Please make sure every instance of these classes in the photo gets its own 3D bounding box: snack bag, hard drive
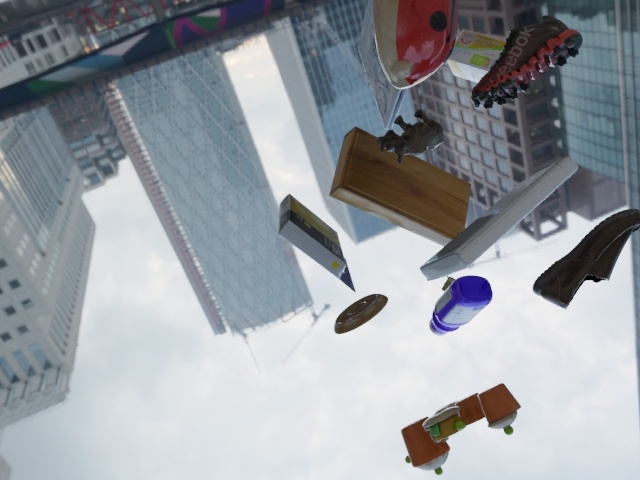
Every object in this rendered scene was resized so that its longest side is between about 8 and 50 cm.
[{"bbox_3d":[0.186,-0.550,1.748,0.037,0.323,0.342,-12,-111,-10],"label":"snack bag"},{"bbox_3d":[0.402,-0.044,1.356,0.353,0.047,0.233,-39,178,-15],"label":"hard drive"}]

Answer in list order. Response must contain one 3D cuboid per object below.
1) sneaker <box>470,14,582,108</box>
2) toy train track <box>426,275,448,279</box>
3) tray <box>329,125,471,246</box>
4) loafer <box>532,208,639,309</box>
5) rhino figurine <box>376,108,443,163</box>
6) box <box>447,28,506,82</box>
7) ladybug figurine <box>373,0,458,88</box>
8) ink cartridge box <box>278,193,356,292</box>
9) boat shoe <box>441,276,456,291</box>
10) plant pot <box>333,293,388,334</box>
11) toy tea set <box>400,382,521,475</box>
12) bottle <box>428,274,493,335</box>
[{"bbox_3d":[0.468,-0.429,1.403,0.276,0.098,0.135,-35,-113,19],"label":"sneaker"},{"bbox_3d":[0.387,0.119,1.913,0.083,0.014,0.048,-18,-166,15],"label":"toy train track"},{"bbox_3d":[0.240,-0.148,1.696,0.076,0.411,0.202,-33,-142,60],"label":"tray"},{"bbox_3d":[0.782,0.061,1.680,0.366,0.134,0.130,-44,-117,10],"label":"loafer"},{"bbox_3d":[0.212,-0.244,1.406,0.106,0.073,0.243,41,-139,18],"label":"rhino figurine"},{"bbox_3d":[0.510,-0.557,1.823,0.203,0.103,0.114,29,-92,33],"label":"box"},{"bbox_3d":[0.233,-0.549,1.383,0.162,0.305,0.448,-2,-119,21],"label":"ladybug figurine"},{"bbox_3d":[0.000,0.000,1.884,0.072,0.307,0.303,-51,-165,12],"label":"ink cartridge box"},{"bbox_3d":[0.522,0.204,2.143,0.072,0.068,0.190,-50,-138,-7],"label":"boat shoe"},{"bbox_3d":[0.142,0.262,2.172,0.236,0.032,0.236,-33,-172,5],"label":"plant pot"},{"bbox_3d":[0.304,0.414,1.261,0.200,0.124,0.336,-20,162,-19],"label":"toy tea set"},{"bbox_3d":[0.396,0.198,1.721,0.118,0.282,0.092,0,-120,-12],"label":"bottle"}]
